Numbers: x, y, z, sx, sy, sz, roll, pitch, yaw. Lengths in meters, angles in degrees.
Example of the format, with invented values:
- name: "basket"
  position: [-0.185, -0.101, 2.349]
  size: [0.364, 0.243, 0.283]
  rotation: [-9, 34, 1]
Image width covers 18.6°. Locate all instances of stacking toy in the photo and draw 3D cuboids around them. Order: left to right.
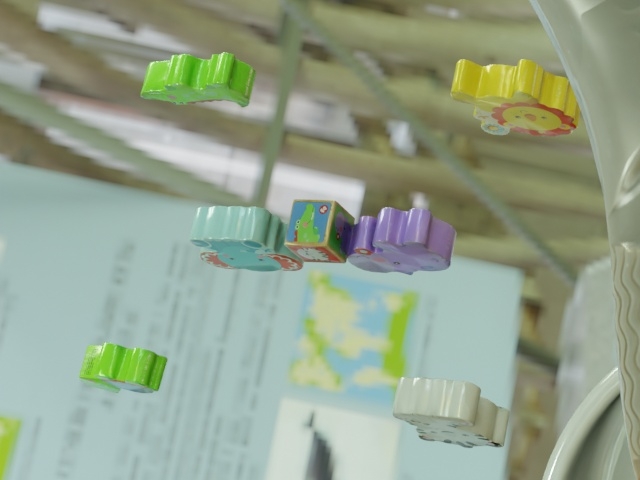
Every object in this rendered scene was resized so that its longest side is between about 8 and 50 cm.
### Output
- name: "stacking toy"
  position: [0.000, 0.000, 0.897]
  size: [0.052, 0.221, 0.167]
  rotation: [41, -123, -57]

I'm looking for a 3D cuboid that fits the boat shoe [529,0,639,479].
- name: "boat shoe"
  position: [0.108, -0.022, 0.347]
  size: [0.116, 0.123, 0.324]
  rotation: [1, -112, -62]

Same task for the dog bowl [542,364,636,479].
- name: "dog bowl"
  position: [0.247, 0.153, 0.991]
  size: [0.104, 0.265, 0.264]
  rotation: [-23, -53, -70]
